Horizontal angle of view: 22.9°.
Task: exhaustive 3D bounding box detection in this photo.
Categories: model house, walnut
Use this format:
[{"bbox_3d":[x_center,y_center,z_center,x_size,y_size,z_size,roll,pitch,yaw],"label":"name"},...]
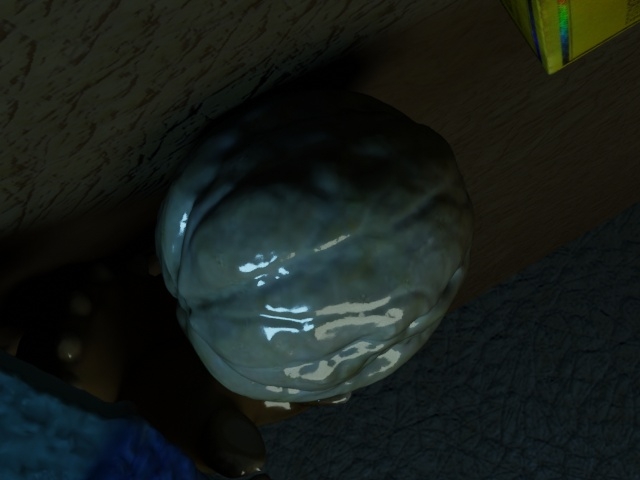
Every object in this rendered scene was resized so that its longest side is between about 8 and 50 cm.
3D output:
[{"bbox_3d":[-0.197,0.221,1.035,0.329,0.251,0.295,21,146,-16],"label":"model house"},{"bbox_3d":[0.000,0.000,1.056,0.224,0.224,0.224,-28,168,-6],"label":"walnut"}]

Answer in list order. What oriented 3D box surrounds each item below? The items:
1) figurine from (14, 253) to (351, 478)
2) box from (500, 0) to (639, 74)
[{"bbox_3d":[-0.132,0.094,1.199,0.177,0.173,0.247,-34,-170,-38],"label":"figurine"},{"bbox_3d":[0.242,-0.227,0.944,0.301,0.084,0.193,-31,169,5],"label":"box"}]
